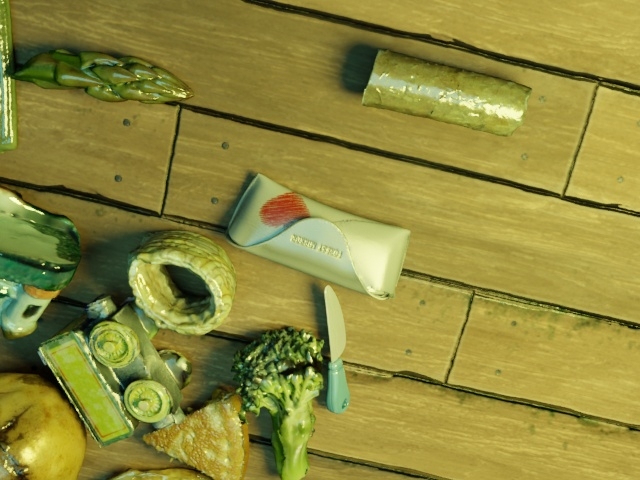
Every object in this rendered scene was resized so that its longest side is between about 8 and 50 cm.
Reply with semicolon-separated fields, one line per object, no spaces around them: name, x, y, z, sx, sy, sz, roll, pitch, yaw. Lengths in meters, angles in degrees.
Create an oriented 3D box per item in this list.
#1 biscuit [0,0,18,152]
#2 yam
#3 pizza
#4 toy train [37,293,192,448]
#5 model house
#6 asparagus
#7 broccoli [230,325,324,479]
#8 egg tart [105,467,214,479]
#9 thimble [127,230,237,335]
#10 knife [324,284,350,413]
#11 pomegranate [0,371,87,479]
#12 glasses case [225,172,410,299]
biscuit;-0.539;-0.300;1.004;0.099;0.038;0.323;3;104;-3
yam;0.197;-0.226;0.981;0.259;0.093;0.093;13;104;-2
pizza;-0.225;0.356;1.153;0.198;0.062;0.188;2;99;7
toy train;-0.339;0.218;1.084;0.177;0.134;0.261;-24;102;15
model house;-0.556;0.063;1.012;0.253;0.184;0.291;22;119;-33
asparagus;-0.340;-0.259;0.992;0.287;0.080;0.080;12;104;-3
broccoli;-0.061;0.301;1.111;0.164;0.145;0.304;-9;114;-7
egg tart;-0.298;0.589;1.177;0.341;0.129;0.341;1;105;3
thimble;-0.226;0.060;1.033;0.190;0.143;0.137;41;102;-8
knife;0.028;0.189;1.109;0.032;0.058;0.244;9;108;38
pomegranate;-0.533;0.352;1.070;0.260;0.260;0.261;0;104;1
glasses case;0.001;-0.002;1.044;0.308;0.083;0.128;20;104;-4
